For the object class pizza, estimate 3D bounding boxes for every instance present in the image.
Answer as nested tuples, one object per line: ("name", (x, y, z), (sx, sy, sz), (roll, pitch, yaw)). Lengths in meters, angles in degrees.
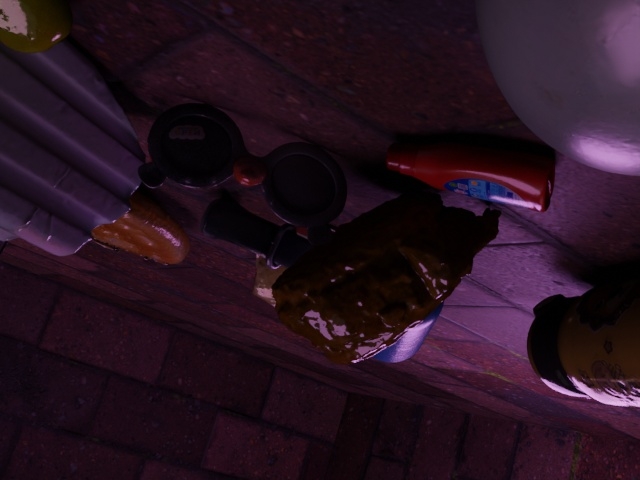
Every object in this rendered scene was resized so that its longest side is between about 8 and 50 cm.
("pizza", (-0.344, -0.038, 1.334), (0.229, 0.081, 0.289), (4, 161, 20))

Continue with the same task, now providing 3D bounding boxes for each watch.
("watch", (-0.078, 0.000, 1.140), (0.193, 0.068, 0.206), (25, 178, -2))

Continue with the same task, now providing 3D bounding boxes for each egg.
("egg", (0.159, -0.116, 0.361), (0.168, 0.168, 0.231), (11, 169, 22))

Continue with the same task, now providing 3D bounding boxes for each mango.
("mango", (-0.266, -0.212, 0.681), (0.073, 0.056, 0.108), (-22, 150, 14))

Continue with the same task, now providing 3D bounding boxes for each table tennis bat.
("table tennis bat", (0.000, 0.000, 1.232), (0.098, 0.019, 0.155), (20, 162, -10))

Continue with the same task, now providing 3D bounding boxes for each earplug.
("earplug", (0.137, 0.117, 1.298), (0.132, 0.132, 0.273), (16, 161, 2))

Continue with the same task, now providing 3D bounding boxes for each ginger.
("ginger", (-0.026, 0.073, 1.400), (0.193, 0.115, 0.122), (10, -174, -3))

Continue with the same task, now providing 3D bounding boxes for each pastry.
("pastry", (0.062, 0.032, 0.891), (0.132, 0.240, 0.235), (48, 136, -6))

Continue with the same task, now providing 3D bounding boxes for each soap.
("soap", (-0.329, -0.121, 0.795), (0.115, 0.208, 0.347), (11, 165, 27))

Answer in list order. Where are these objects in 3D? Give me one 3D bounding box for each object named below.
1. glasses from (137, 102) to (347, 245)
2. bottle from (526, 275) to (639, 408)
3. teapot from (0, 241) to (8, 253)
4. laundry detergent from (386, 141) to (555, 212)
("glasses", (-0.104, -0.055, 0.959), (0.234, 0.118, 0.268), (18, 165, -9))
("bottle", (0.392, 0.131, 0.977), (0.171, 0.171, 0.351), (21, 165, -14))
("teapot", (-0.687, -0.091, 1.339), (0.312, 0.233, 0.315), (28, -171, -11))
("laundry detergent", (0.148, -0.069, 0.775), (0.165, 0.049, 0.097), (14, 168, 21))
